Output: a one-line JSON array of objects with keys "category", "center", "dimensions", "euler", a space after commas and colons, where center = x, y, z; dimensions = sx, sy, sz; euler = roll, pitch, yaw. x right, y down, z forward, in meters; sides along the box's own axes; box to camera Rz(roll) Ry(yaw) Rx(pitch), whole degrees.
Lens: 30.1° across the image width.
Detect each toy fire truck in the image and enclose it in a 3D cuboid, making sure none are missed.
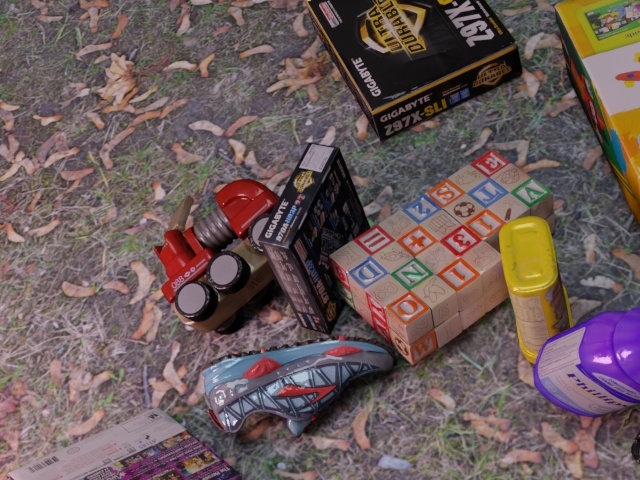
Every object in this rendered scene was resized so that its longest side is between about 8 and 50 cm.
[{"category": "toy fire truck", "center": [-0.150, -0.011, 1.752], "dimensions": [0.217, 0.158, 0.246], "euler": [-42, 63, 7]}]

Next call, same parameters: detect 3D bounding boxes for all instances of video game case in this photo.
[{"category": "video game case", "center": [-0.252, 0.314, 1.535], "dimensions": [0.232, 0.042, 0.210], "euler": [-22, 31, -33]}]

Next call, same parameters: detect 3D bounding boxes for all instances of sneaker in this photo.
[{"category": "sneaker", "center": [-0.023, 0.201, 1.610], "dimensions": [0.262, 0.104, 0.125], "euler": [-10, 83, -1]}]

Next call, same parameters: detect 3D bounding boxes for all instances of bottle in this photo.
[{"category": "bottle", "center": [0.350, 0.138, 1.384], "dimensions": [0.118, 0.283, 0.092], "euler": [28, 69, -6]}]

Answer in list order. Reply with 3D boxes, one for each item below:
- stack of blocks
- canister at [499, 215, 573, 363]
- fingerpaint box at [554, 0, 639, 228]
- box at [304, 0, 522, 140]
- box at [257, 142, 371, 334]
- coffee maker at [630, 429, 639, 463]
[{"category": "stack of blocks", "center": [0.184, 0.017, 1.643], "dimensions": [0.297, 0.087, 0.171], "euler": [-34, 49, -17]}, {"category": "canister", "center": [0.279, 0.065, 1.539], "dimensions": [0.073, 0.170, 0.126], "euler": [-11, 51, 12]}, {"category": "fingerpaint box", "center": [0.602, -0.233, 1.663], "dimensions": [0.445, 0.163, 0.371], "euler": [-19, 49, 6]}, {"category": "box", "center": [0.148, -0.338, 1.966], "dimensions": [0.257, 0.079, 0.322], "euler": [-24, 49, -2]}, {"category": "box", "center": [0.000, 0.000, 1.658], "dimensions": [0.051, 0.220, 0.175], "euler": [12, 59, 26]}, {"category": "coffee maker", "center": [0.424, 0.237, 1.347], "dimensions": [0.171, 0.178, 0.120], "euler": [12, 58, 27]}]
